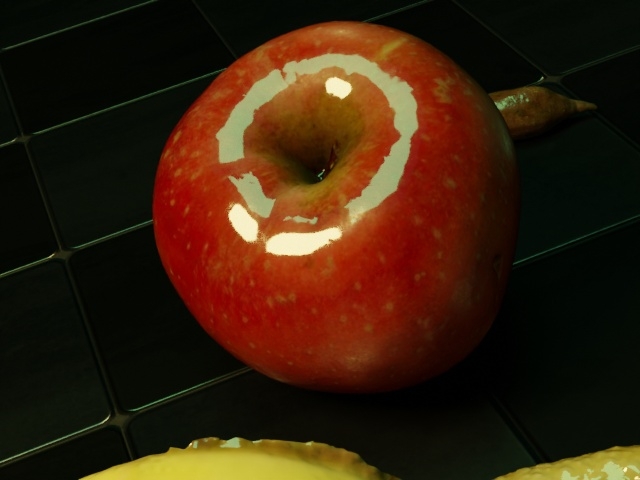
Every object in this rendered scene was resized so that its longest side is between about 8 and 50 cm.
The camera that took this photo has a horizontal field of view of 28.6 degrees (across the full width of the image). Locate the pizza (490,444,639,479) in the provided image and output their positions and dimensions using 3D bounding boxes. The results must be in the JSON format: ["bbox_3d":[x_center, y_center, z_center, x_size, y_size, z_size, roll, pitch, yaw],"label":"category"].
[{"bbox_3d":[0.172,0.185,0.694,0.366,0.073,0.182,-8,24,8],"label":"pizza"}]

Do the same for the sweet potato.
[{"bbox_3d":[0.198,-0.117,1.151,0.117,0.049,0.049,-5,34,-7],"label":"sweet potato"}]

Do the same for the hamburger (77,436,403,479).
[{"bbox_3d":[-0.060,0.245,0.547,0.303,0.261,0.186,-24,36,18],"label":"hamburger"}]

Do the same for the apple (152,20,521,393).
[{"bbox_3d":[0.020,-0.017,0.884,0.261,0.216,0.260,-9,60,15],"label":"apple"}]
